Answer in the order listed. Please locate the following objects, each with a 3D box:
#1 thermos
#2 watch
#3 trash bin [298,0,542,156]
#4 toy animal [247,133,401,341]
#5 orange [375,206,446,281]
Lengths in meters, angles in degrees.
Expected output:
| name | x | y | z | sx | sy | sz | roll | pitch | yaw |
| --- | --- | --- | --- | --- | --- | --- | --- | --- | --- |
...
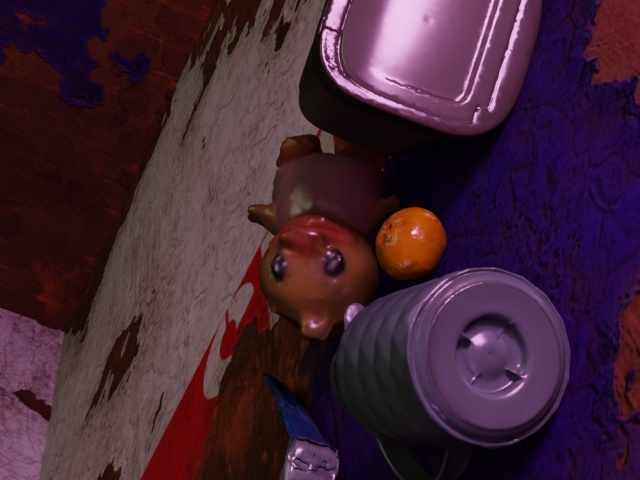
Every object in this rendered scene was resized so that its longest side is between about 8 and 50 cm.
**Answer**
| name | x | y | z | sx | sy | sz | roll | pitch | yaw |
| --- | --- | --- | --- | --- | --- | --- | --- | --- | --- |
| thermos | 0.095 | 0.126 | 1.133 | 0.286 | 0.145 | 0.182 | 150 | 106 | -69 |
| watch | -0.043 | 0.271 | 1.531 | 0.274 | 0.068 | 0.276 | 136 | 151 | -66 |
| trash bin | 0.093 | -0.209 | 1.453 | 0.250 | 0.219 | 0.219 | 148 | 143 | -75 |
| toy animal | 0.001 | 0.004 | 1.554 | 0.281 | 0.196 | 0.169 | -80 | -20 | -48 |
| orange | 0.096 | 0.004 | 1.388 | 0.083 | 0.070 | 0.083 | -53 | 20 | 30 |
